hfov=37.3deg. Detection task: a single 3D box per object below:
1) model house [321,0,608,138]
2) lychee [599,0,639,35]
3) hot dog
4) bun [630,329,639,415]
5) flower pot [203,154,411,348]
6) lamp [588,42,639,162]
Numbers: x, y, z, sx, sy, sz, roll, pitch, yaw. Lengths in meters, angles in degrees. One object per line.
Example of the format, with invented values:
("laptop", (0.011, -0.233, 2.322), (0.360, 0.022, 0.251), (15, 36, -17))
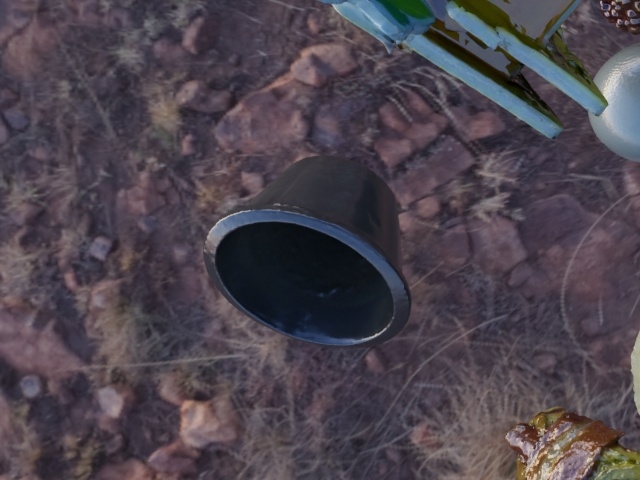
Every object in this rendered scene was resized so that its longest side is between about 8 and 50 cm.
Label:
("model house", (0.067, -0.219, 0.507), (0.313, 0.358, 0.242), (47, 118, 16))
("lychee", (0.490, -0.435, 1.347), (0.271, 0.271, 0.271), (3, 98, 24))
("hot dog", (0.304, 0.281, 1.137), (0.213, 0.103, 0.146), (22, 102, 52))
("bun", (0.499, 0.143, 0.964), (0.349, 0.227, 0.352), (-43, 54, 8))
("flower pot", (0.000, 0.000, 1.207), (0.269, 0.166, 0.269), (12, 142, 10))
("lamp", (0.280, -0.116, 0.797), (0.105, 0.105, 0.105), (3, 98, 24))
